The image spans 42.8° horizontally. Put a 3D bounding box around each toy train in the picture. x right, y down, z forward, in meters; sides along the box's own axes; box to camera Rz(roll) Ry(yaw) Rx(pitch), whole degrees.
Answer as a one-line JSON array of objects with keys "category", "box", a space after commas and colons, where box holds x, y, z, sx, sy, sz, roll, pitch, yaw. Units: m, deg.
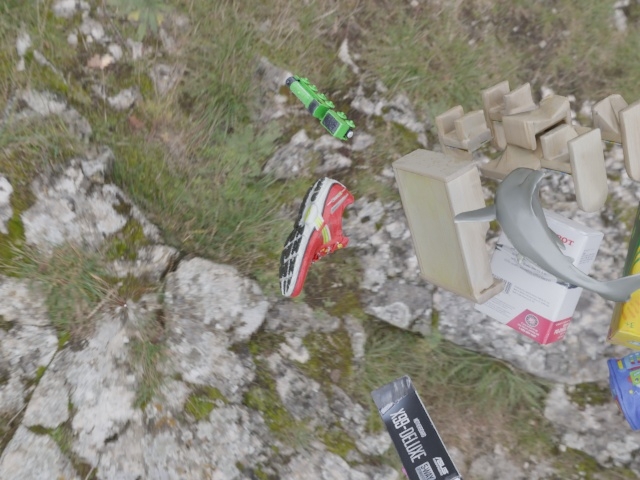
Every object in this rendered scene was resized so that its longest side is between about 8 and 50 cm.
[{"category": "toy train", "box": [-0.002, -0.109, 0.661, 0.023, 0.083, 0.017, 8, 123, -48]}]

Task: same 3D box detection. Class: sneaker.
[{"category": "sneaker", "box": [0.000, 0.000, 1.744, 0.118, 0.107, 0.279, 27, 74, -17]}]

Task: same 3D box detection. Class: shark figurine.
[{"category": "shark figurine", "box": [0.286, -0.025, 1.026, 0.166, 0.278, 0.116, -7, 131, -23]}]

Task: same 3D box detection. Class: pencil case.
[{"category": "pencil case", "box": [0.606, 0.206, 1.261, 0.306, 0.133, 0.119, -17, 54, 17]}]

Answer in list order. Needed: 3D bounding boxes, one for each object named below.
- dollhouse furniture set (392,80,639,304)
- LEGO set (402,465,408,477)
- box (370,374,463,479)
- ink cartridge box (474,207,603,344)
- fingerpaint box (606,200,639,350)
[{"category": "dollhouse furniture set", "box": [0.361, -0.099, 1.538, 0.394, 0.362, 0.256, -29, 118, -23]}, {"category": "LEGO set", "box": [0.190, 0.585, 1.848, 0.093, 0.227, 0.087, 8, 99, 14]}, {"category": "box", "box": [0.198, 0.412, 1.358, 0.076, 0.242, 0.307, -26, 122, 0]}, {"category": "ink cartridge box", "box": [0.435, 0.061, 1.639, 0.100, 0.172, 0.237, -4, 117, -50]}, {"category": "fingerpaint box", "box": [0.916, 0.105, 1.828, 0.444, 0.163, 0.371, 16, 77, 14]}]
